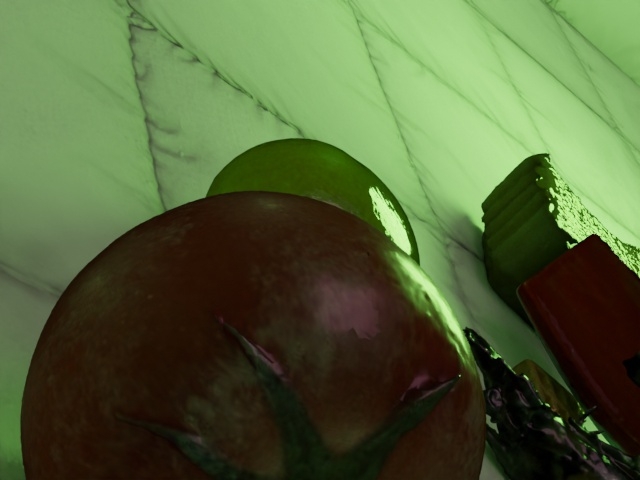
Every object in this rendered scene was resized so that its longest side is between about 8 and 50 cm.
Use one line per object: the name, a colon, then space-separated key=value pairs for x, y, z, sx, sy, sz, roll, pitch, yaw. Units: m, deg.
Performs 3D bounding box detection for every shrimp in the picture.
shrimp: x=0.319 y=0.211 z=1.495 sx=0.445 sy=0.085 sz=0.272 roll=39 pitch=63 yaw=-5

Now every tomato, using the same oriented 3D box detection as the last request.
tomato: x=-0.044 y=0.099 z=0.881 sx=0.265 sy=0.265 sz=0.265 roll=41 pitch=22 yaw=-21

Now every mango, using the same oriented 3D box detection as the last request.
mango: x=0.004 y=0.006 z=1.287 sx=0.185 sy=0.149 sz=0.273 roll=54 pitch=16 yaw=17

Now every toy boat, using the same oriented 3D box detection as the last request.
toy boat: x=0.354 y=0.156 z=1.668 sx=0.332 sy=0.145 sz=0.133 roll=55 pitch=-2 yaw=20

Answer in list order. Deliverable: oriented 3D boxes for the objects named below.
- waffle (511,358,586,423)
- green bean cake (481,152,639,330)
waffle: x=0.256 y=0.218 z=1.597 sx=0.125 sy=0.032 sz=0.191 roll=41 pitch=24 yaw=-29
green bean cake: x=0.307 y=0.032 z=1.878 sx=0.236 sy=0.124 sz=0.233 roll=43 pitch=22 yaw=-15
